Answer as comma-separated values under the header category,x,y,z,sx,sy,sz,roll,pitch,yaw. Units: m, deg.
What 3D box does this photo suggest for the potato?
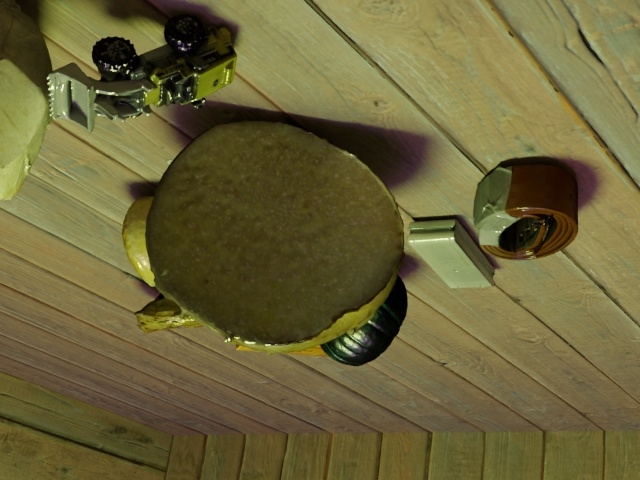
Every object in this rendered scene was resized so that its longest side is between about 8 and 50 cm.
category,x,y,z,sx,sy,sz,roll,pitch,yaw
potato,-0.079,0.018,1.823,0.442,0.386,0.319,18,170,4

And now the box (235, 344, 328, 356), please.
category,x,y,z,sx,sy,sz,roll,pitch,yaw
box,-0.066,0.179,2.390,0.274,0.174,0.076,7,154,-25

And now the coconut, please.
category,x,y,z,sx,sy,sz,roll,pitch,yaw
coconut,-0.573,-0.208,1.506,0.346,0.346,0.360,13,157,-11

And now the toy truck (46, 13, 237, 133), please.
category,x,y,z,sx,sy,sz,roll,pitch,yaw
toy truck,-0.257,-0.237,1.487,0.285,0.111,0.136,-26,156,-24

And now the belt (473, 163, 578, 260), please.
category,x,y,z,sx,sy,sz,roll,pitch,yaw
belt,0.375,-0.049,1.849,0.184,0.105,0.261,4,160,4

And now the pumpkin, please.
category,x,y,z,sx,sy,sz,roll,pitch,yaw
pumpkin,0.064,0.143,2.251,0.247,0.248,0.248,7,157,3

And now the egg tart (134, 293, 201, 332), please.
category,x,y,z,sx,sy,sz,roll,pitch,yaw
egg tart,-0.336,0.173,2.618,0.297,0.132,0.297,-1,169,0

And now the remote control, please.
category,x,y,z,sx,sy,sz,roll,pitch,yaw
remote control,0.282,0.030,2.131,0.102,0.056,0.277,-3,156,26

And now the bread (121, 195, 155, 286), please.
category,x,y,z,sx,sy,sz,roll,pitch,yaw
bread,-0.323,-0.006,2.105,0.170,0.197,0.197,-8,153,19
